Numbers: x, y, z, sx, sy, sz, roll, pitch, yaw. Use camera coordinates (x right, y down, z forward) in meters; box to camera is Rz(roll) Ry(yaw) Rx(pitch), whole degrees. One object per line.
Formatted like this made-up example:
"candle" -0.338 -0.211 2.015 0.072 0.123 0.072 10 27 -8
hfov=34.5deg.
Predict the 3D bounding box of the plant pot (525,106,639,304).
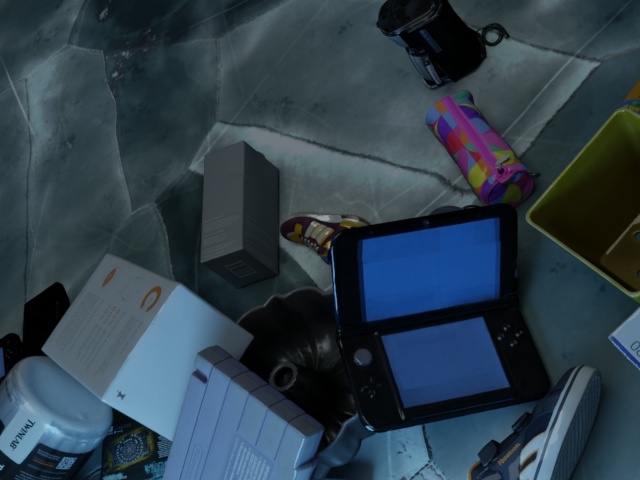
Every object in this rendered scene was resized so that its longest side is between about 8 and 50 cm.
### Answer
"plant pot" 0.458 -0.021 1.452 0.212 0.187 0.212 -49 50 2

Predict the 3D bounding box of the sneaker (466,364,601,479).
"sneaker" 0.282 0.309 1.432 0.127 0.126 0.321 19 79 33

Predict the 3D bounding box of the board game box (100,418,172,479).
"board game box" -0.317 0.378 1.858 0.186 0.026 0.126 -17 58 25

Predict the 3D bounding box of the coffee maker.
"coffee maker" 0.210 -0.378 1.814 0.171 0.178 0.120 -42 51 8

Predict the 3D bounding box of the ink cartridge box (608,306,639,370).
"ink cartridge box" 0.583 0.121 1.262 0.330 0.071 0.324 -44 80 5

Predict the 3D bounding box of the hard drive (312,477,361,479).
"hard drive" -0.081 0.480 1.637 0.318 0.040 0.210 -5 63 32

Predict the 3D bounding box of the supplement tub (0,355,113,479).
"supplement tub" -0.544 0.390 1.861 0.338 0.207 0.207 -52 48 16

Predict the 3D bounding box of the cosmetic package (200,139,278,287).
"cosmetic package" -0.148 -0.051 1.912 0.107 0.127 0.238 -20 55 25

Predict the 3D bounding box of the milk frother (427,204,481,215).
"milk frother" 0.221 -0.016 1.641 0.129 0.135 0.143 0 65 0

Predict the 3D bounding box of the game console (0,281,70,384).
"game console" -0.619 0.246 2.079 0.361 0.044 0.213 -32 49 31

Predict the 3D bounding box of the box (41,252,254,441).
"box" -0.300 0.173 1.733 0.215 0.168 0.345 -57 29 -10

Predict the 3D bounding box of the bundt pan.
"bundt pan" -0.029 0.244 1.662 0.330 0.124 0.331 -19 50 24

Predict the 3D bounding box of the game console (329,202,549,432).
"game console" 0.176 0.111 1.496 0.293 0.173 0.250 -10 55 -11

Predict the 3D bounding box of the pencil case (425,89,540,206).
"pencil case" 0.264 -0.150 1.710 0.104 0.104 0.236 -39 50 10

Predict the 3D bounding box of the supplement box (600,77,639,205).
"supplement box" 0.477 -0.151 1.582 0.078 0.080 0.233 33 84 38

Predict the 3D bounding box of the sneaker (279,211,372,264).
"sneaker" 0.000 0.000 1.823 0.185 0.069 0.084 -2 60 34

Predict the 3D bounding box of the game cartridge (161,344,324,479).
"game cartridge" -0.129 0.360 1.534 0.230 0.068 0.355 31 119 24
